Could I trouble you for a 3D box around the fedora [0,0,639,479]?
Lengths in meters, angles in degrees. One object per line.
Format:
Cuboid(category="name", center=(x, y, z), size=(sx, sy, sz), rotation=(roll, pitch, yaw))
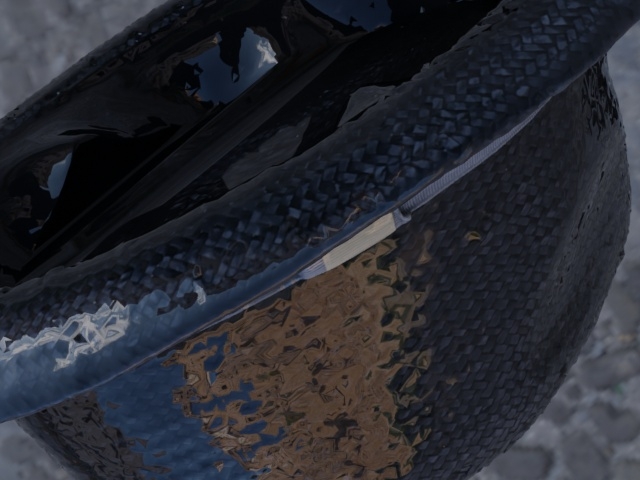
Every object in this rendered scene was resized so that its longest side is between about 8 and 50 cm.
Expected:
Cuboid(category="fedora", center=(0.000, 0.000, 0.624), size=(0.334, 0.334, 0.152), rotation=(-8, 120, 41))
